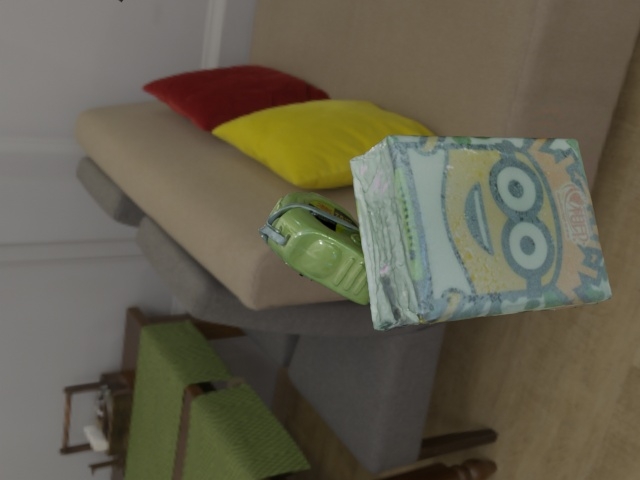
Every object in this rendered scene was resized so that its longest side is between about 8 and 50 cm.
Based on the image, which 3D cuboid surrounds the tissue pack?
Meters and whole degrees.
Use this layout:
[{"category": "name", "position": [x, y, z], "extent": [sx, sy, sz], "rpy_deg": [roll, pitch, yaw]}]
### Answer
[{"category": "tissue pack", "position": [0.208, -0.013, 0.937], "extent": [0.128, 0.310, 0.228], "rpy_deg": [-28, 67, 61]}]

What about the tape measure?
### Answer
[{"category": "tape measure", "position": [0.000, 0.000, 0.993], "extent": [0.088, 0.177, 0.154], "rpy_deg": [-54, 17, 22]}]
